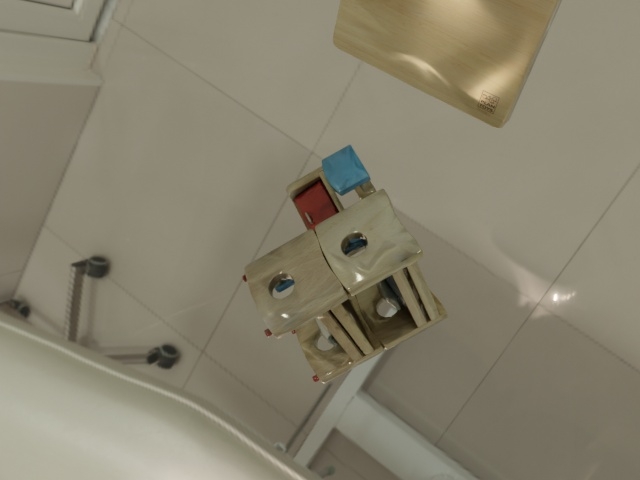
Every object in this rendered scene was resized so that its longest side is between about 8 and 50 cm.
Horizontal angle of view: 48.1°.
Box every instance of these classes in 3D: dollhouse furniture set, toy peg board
[{"bbox_3d":[0.000,0.000,0.614,0.129,0.129,0.184,-29,57,2],"label":"dollhouse furniture set"},{"bbox_3d":[0.109,-0.199,0.546,0.161,0.079,0.161,32,138,18],"label":"toy peg board"}]
